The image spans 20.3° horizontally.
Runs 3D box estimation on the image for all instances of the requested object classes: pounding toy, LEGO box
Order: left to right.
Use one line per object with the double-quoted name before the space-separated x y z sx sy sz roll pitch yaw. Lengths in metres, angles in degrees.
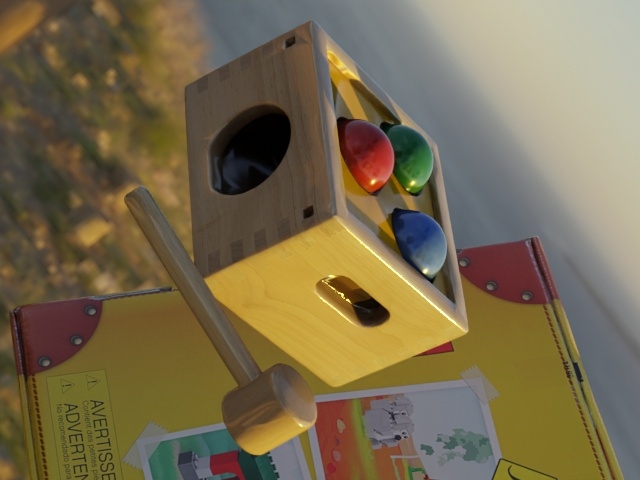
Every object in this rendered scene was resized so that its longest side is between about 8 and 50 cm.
"pounding toy" -0.005 0.000 0.863 0.181 0.094 0.206 41 33 -44
"LEGO box" 0.018 0.265 1.138 0.193 0.372 0.500 96 -16 -52
